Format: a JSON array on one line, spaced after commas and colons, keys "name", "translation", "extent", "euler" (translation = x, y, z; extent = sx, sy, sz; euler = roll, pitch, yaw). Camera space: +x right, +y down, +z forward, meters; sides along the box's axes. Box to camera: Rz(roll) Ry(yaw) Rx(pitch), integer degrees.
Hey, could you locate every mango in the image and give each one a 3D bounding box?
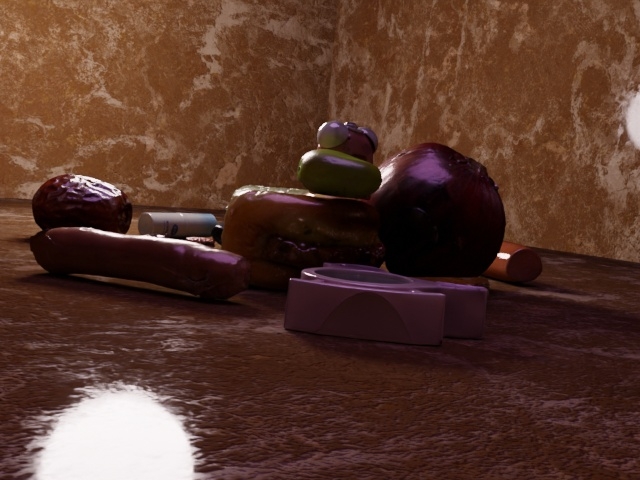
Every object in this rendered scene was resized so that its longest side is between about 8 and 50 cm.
[{"name": "mango", "translation": [0.032, -0.128, 1.422], "extent": [0.163, 0.089, 0.117], "euler": [9, 3, 34]}]

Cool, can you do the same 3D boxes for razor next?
[{"name": "razor", "translation": [-0.251, -0.015, 2.085], "extent": [0.090, 0.054, 0.148], "euler": [36, 6, 5]}]

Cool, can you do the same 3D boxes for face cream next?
[{"name": "face cream", "translation": [-0.428, -0.046, 2.263], "extent": [0.077, 0.077, 0.250], "euler": [9, 7, 38]}]

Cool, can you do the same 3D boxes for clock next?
[{"name": "clock", "translation": [0.058, -0.169, 1.581], "extent": [0.093, 0.162, 0.166], "euler": [12, 7, 41]}, {"name": "clock", "translation": [0.110, 0.094, 1.164], "extent": [0.290, 0.080, 0.275], "euler": [7, 5, 7]}]

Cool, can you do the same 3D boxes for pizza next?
[{"name": "pizza", "translation": [0.235, 0.096, 1.437], "extent": [0.271, 0.056, 0.134], "euler": [3, 3, -44]}]

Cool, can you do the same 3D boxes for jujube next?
[{"name": "jujube", "translation": [-0.610, -0.082, 1.908], "extent": [0.243, 0.183, 0.183], "euler": [6, 4, 10]}]

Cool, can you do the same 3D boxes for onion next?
[{"name": "onion", "translation": [0.258, -0.052, 1.689], "extent": [0.341, 0.341, 0.341], "euler": [6, 5, 0]}]

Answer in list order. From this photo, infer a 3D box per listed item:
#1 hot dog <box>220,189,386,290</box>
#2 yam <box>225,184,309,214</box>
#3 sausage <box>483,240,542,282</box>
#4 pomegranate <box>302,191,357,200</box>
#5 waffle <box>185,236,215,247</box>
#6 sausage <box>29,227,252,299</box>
[{"name": "hot dog", "translation": [-0.001, 0.002, 1.509], "extent": [0.223, 0.185, 0.405], "euler": [10, 6, 34]}, {"name": "yam", "translation": [-0.123, -0.071, 2.284], "extent": [0.300, 0.195, 0.195], "euler": [8, 5, 40]}, {"name": "sausage", "translation": [0.466, 0.049, 1.985], "extent": [0.114, 0.113, 0.259], "euler": [4, 6, -22]}, {"name": "pomegranate", "translation": [0.015, -0.022, 1.823], "extent": [0.215, 0.215, 0.215], "euler": [6, 5, 0]}, {"name": "waffle", "translation": [-0.329, 0.006, 2.043], "extent": [0.083, 0.029, 0.075], "euler": [11, 6, 42]}, {"name": "sausage", "translation": [-0.315, 0.035, 1.295], "extent": [0.419, 0.094, 0.094], "euler": [8, 27, 21]}]
